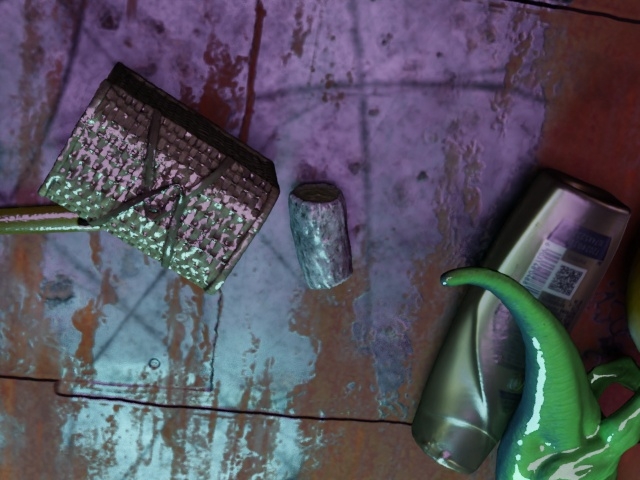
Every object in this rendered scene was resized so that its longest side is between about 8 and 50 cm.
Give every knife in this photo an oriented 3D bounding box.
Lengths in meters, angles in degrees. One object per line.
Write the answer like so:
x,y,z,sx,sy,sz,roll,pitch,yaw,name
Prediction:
-0.395,-0.005,1.022,0.343,0.027,0.061,-2,114,-4,knife

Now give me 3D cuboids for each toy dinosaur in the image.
0.191,0.239,1.049,0.500,0.144,0.374,29,107,-32,toy dinosaur

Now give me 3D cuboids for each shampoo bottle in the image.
0.209,0.096,1.076,0.126,0.084,0.350,17,109,-21,shampoo bottle

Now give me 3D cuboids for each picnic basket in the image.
-0.154,-0.058,0.955,0.196,0.154,0.134,33,104,-16,picnic basket

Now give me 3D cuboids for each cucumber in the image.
0.000,-0.002,1.037,0.064,0.064,0.111,-8,114,-2,cucumber

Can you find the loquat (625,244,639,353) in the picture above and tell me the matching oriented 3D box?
0.414,0.043,1.019,0.179,0.179,0.227,29,74,-14,loquat
